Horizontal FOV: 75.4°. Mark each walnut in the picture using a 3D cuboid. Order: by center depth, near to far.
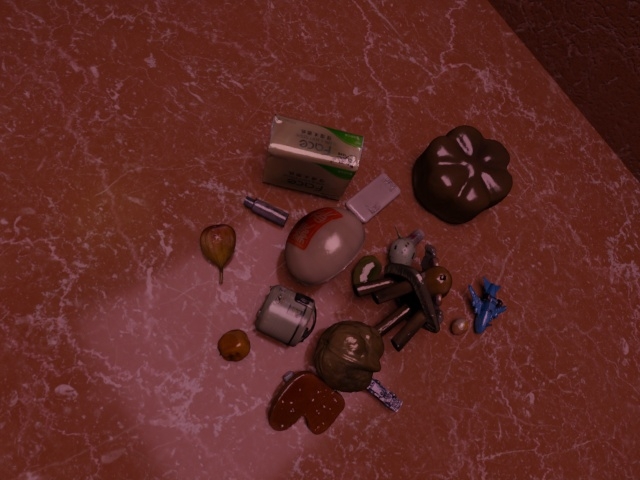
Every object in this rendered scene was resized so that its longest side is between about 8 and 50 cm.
[{"bbox_3d":[0.118,0.472,1.706,0.276,0.253,0.282,26,56,-30],"label":"walnut"}]

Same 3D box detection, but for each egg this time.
[{"bbox_3d":[0.653,0.405,1.948,0.083,0.071,0.071,-42,86,-17],"label":"egg"},{"bbox_3d":[0.389,0.069,1.965,0.131,0.131,0.164,8,85,-10],"label":"egg"}]

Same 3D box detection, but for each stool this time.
[{"bbox_3d":[0.317,0.277,1.769,0.226,0.310,0.311,-24,97,-14],"label":"stool"}]

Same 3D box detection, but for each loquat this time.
[{"bbox_3d":[-0.355,0.430,1.696,0.137,0.113,0.137,0,90,2],"label":"loquat"}]

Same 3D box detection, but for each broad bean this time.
[{"bbox_3d":[0.217,0.150,1.923,0.124,0.082,0.175,33,68,-4],"label":"broad bean"}]

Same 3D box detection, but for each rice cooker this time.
[{"bbox_3d":[-0.137,0.312,1.726,0.244,0.226,0.226,26,69,0],"label":"rice cooker"}]

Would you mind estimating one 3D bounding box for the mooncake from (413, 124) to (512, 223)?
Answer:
[{"bbox_3d":[0.713,-0.329,2.089,0.466,0.262,0.468,3,75,-12],"label":"mooncake"}]

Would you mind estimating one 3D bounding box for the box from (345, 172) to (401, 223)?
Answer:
[{"bbox_3d":[0.266,-0.213,2.067,0.285,0.044,0.142,-39,83,-20],"label":"box"}]

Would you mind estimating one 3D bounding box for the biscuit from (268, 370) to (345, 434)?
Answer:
[{"bbox_3d":[-0.059,0.687,1.696,0.277,0.052,0.262,39,76,-15],"label":"biscuit"}]

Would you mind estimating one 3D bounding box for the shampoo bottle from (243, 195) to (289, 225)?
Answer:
[{"bbox_3d":[-0.252,-0.140,1.916,0.214,0.072,0.072,26,69,-4],"label":"shampoo bottle"}]

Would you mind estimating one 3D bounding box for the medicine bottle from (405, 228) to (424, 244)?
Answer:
[{"bbox_3d":[0.462,-0.009,2.039,0.091,0.058,0.058,-38,84,-20],"label":"medicine bottle"}]

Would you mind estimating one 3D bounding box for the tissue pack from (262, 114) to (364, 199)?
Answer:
[{"bbox_3d":[-0.046,-0.366,1.890,0.404,0.332,0.206,13,69,-8],"label":"tissue pack"}]

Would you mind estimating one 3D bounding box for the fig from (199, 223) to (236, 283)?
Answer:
[{"bbox_3d":[-0.438,0.058,1.790,0.159,0.159,0.257,-3,91,-13],"label":"fig"}]

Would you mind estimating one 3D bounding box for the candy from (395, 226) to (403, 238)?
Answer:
[{"bbox_3d":[0.389,-0.033,2.051,0.025,0.023,0.083,5,58,-56],"label":"candy"}]

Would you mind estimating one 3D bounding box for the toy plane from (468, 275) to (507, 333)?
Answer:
[{"bbox_3d":[0.801,0.320,1.996,0.254,0.105,0.272,28,65,-19],"label":"toy plane"}]

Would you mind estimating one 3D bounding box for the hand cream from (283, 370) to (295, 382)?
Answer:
[{"bbox_3d":[-0.092,0.631,1.731,0.076,0.047,0.174,-34,92,-20],"label":"hand cream"}]

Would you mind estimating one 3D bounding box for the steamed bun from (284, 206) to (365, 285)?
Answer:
[{"bbox_3d":[0.000,0.000,1.763,0.374,0.374,0.241,-45,107,-21],"label":"steamed bun"}]

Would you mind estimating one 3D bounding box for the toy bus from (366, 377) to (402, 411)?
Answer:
[{"bbox_3d":[0.256,0.656,1.780,0.190,0.075,0.064,39,68,2],"label":"toy bus"}]

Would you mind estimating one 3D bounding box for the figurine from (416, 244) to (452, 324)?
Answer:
[{"bbox_3d":[0.489,0.199,1.862,0.166,0.285,0.343,-18,80,-19],"label":"figurine"}]
